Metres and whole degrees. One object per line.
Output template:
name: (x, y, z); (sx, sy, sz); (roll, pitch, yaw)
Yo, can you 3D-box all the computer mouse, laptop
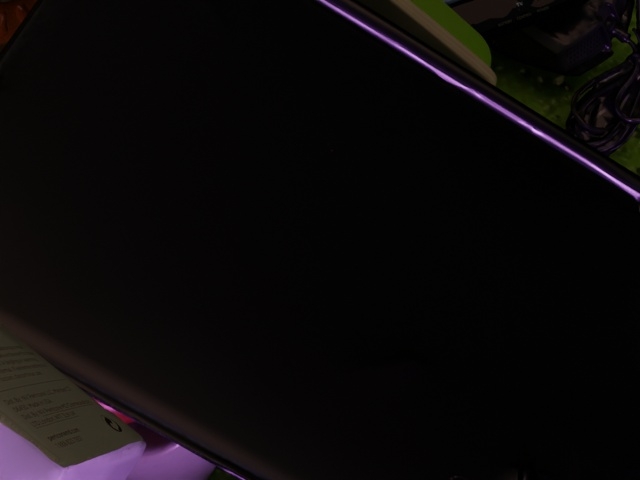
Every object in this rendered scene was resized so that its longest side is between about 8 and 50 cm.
computer mouse: (0.165, -0.192, 1.114); (0.272, 0.072, 0.188); (38, 70, 7)
laptop: (0.000, 0.000, 0.777); (0.382, 0.408, 0.236); (31, 86, -9)

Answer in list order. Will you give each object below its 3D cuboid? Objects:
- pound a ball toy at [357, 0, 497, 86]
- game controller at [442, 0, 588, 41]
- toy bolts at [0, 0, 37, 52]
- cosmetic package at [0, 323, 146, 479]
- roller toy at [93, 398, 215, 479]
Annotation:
pound a ball toy: (0.028, -0.228, 0.917); (0.319, 0.136, 0.208); (32, 66, -33)
game controller: (0.059, -0.210, 1.031); (0.319, 0.067, 0.166); (-22, 74, -14)
toy bolts: (-0.257, -0.214, 0.958); (0.218, 0.158, 0.228); (-11, 60, 20)
cosmetic package: (-0.292, 0.138, 0.509); (0.284, 0.097, 0.377); (37, 94, 11)
roller toy: (-0.123, 0.050, 0.748); (0.191, 0.146, 0.209); (45, 31, 21)
